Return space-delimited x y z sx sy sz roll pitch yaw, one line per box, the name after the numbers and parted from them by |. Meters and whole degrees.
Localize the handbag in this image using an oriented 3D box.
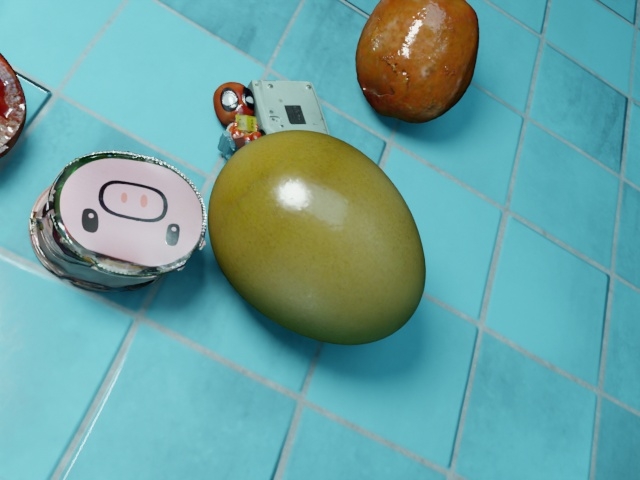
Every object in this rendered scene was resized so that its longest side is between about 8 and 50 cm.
-0.259 -0.024 0.923 0.205 0.116 0.179 11 63 -24 | handbag

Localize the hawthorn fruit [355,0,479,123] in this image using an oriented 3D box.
0.177 -0.348 1.220 0.211 0.299 0.211 22 18 -7 | hawthorn fruit

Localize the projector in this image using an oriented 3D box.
-0.050 -0.183 1.145 0.115 0.061 0.147 -6 68 -28 | projector

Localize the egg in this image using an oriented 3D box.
0.000 0.000 0.963 0.322 0.250 0.250 41 54 -9 | egg

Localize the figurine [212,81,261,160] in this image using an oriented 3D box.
-0.126 -0.183 1.099 0.068 0.075 0.140 1 55 -25 | figurine

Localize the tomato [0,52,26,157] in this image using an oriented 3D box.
-0.485 -0.160 0.893 0.225 0.085 0.224 9 65 -21 | tomato
